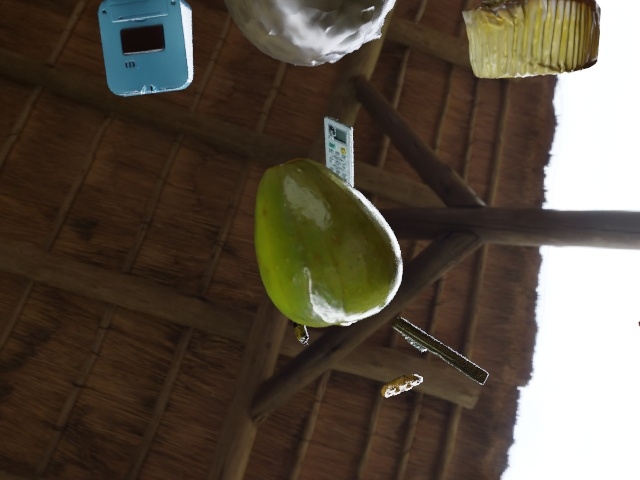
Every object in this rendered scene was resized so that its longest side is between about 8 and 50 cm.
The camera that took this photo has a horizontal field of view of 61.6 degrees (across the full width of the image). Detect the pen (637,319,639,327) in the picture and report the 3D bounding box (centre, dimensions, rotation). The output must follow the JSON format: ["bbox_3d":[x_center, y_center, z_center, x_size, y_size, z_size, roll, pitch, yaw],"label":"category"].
[{"bbox_3d":[0.536,0.066,0.757,0.028,0.028,0.239,-53,-11,-38],"label":"pen"}]

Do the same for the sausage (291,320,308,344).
[{"bbox_3d":[-0.060,0.132,1.148,0.025,0.028,0.198,-1,-121,-32],"label":"sausage"}]

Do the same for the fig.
[{"bbox_3d":[0.000,0.000,0.989,0.258,0.258,0.326,-21,-96,-51],"label":"fig"}]

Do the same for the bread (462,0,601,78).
[{"bbox_3d":[0.334,-0.326,0.838,0.250,0.179,0.133,-25,-59,-45],"label":"bread"}]

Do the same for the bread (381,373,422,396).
[{"bbox_3d":[0.190,0.341,1.266,0.110,0.110,0.024,14,-133,-53],"label":"bread"}]

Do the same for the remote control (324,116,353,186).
[{"bbox_3d":[0.067,-0.271,1.742,0.051,0.103,0.293,-46,-29,-27],"label":"remote control"}]

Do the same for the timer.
[{"bbox_3d":[-0.454,-0.514,1.424,0.091,0.232,0.250,-29,-65,-80],"label":"timer"}]

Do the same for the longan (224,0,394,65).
[{"bbox_3d":[-0.018,-0.555,1.141,0.391,0.391,0.391,-3,-86,-53],"label":"longan"}]

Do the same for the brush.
[{"bbox_3d":[0.214,0.205,0.985,0.034,0.190,0.027,-42,-23,-47],"label":"brush"}]
